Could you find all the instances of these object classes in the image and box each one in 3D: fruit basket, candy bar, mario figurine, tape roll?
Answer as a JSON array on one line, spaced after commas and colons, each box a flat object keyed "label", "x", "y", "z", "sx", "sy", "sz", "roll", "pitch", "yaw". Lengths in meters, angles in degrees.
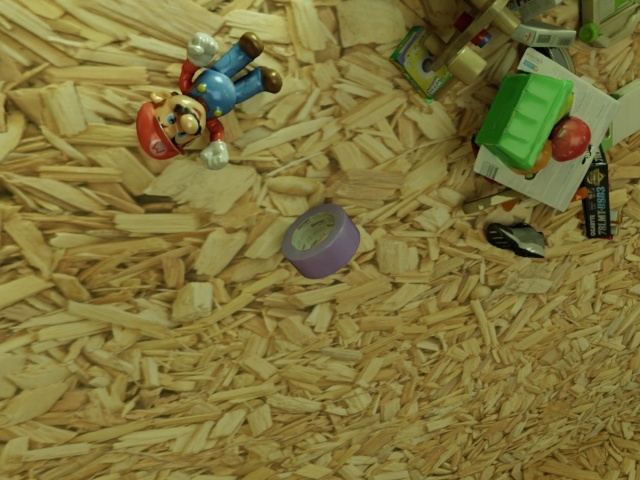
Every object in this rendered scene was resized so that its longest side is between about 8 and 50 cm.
[{"label": "fruit basket", "x": 0.599, "y": -0.280, "z": 1.167, "sx": 0.353, "sy": 0.165, "sz": 0.326, "roll": 16, "pitch": 103, "yaw": -26}, {"label": "candy bar", "x": 0.499, "y": -0.626, "z": 1.176, "sx": 0.162, "sy": 0.018, "sz": 0.040, "roll": -9, "pitch": 116, "yaw": -22}, {"label": "mario figurine", "x": -0.218, "y": -0.272, "z": 0.876, "sx": 0.320, "sy": 0.170, "sz": 0.198, "roll": -43, "pitch": 90, "yaw": -13}, {"label": "tape roll", "x": 0.000, "y": 0.000, "z": 1.105, "sx": 0.189, "sy": 0.189, "sz": 0.080, "roll": -42, "pitch": 125, "yaw": -4}]

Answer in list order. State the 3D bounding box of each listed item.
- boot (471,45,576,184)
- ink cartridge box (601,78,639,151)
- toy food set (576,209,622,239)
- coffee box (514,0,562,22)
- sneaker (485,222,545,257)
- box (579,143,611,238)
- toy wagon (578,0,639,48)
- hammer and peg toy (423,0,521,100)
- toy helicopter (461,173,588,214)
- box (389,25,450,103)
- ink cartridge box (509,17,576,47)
[{"label": "boot", "x": 0.582, "y": -0.365, "z": 1.272, "sx": 0.284, "sy": 0.138, "sz": 0.377, "roll": -32, "pitch": 128, "yaw": -11}, {"label": "ink cartridge box", "x": 1.035, "y": -0.429, "z": 1.517, "sx": 0.235, "sy": 0.056, "sz": 0.171, "roll": -30, "pitch": 122, "yaw": -8}, {"label": "toy food set", "x": 1.086, "y": -0.065, "z": 1.705, "sx": 0.232, "sy": 0.105, "sz": 0.111, "roll": -7, "pitch": 102, "yaw": -44}, {"label": "coffee box", "x": 0.519, "y": -0.687, "z": 1.055, "sx": 0.141, "sy": 0.098, "sz": 0.246, "roll": -38, "pitch": 105, "yaw": -19}, {"label": "sneaker", "x": 0.673, "y": -0.017, "z": 1.509, "sx": 0.272, "sy": 0.100, "sz": 0.107, "roll": 18, "pitch": 79, "yaw": -29}, {"label": "box", "x": 0.882, "y": -0.208, "z": 1.425, "sx": 0.074, "sy": 0.293, "sz": 0.295, "roll": -8, "pitch": 129, "yaw": 28}, {"label": "toy wagon", "x": 0.859, "y": -0.755, "z": 1.271, "sx": 0.267, "sy": 0.068, "sz": 0.344, "roll": -31, "pitch": 122, "yaw": -11}, {"label": "hammer and peg toy", "x": 0.344, "y": -0.489, "z": 0.990, "sx": 0.127, "sy": 0.266, "sz": 0.361, "roll": 38, "pitch": 77, "yaw": -8}, {"label": "toy helicopter", "x": 0.614, "y": -0.155, "z": 1.368, "sx": 0.355, "sy": 0.235, "sz": 0.140, "roll": -18, "pitch": 94, "yaw": 6}, {"label": "box", "x": 0.269, "y": -0.445, "z": 1.127, "sx": 0.179, "sy": 0.043, "sz": 0.105, "roll": 34, "pitch": 94, "yaw": -36}, {"label": "ink cartridge box", "x": 0.541, "y": -0.546, "z": 1.142, "sx": 0.146, "sy": 0.179, "sz": 0.045, "roll": -10, "pitch": 127, "yaw": -23}]
